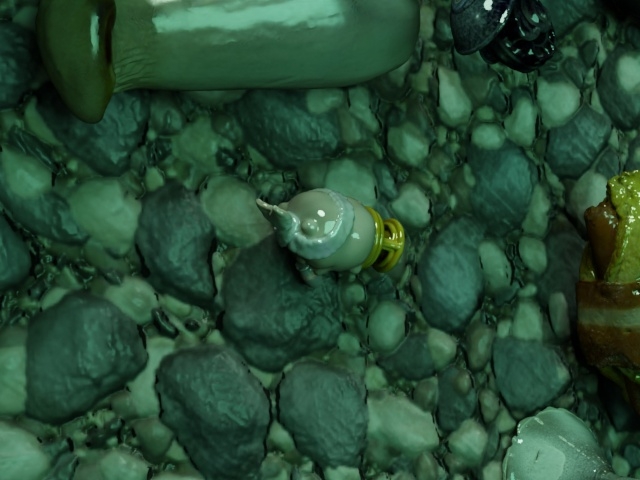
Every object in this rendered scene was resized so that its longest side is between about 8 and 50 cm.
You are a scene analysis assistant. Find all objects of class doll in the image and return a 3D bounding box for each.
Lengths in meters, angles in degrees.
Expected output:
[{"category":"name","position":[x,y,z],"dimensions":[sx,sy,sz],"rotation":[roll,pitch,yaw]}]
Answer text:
[{"category":"doll","position":[0.000,0.000,1.051],"dimensions":[0.127,0.073,0.084],"rotation":[14,112,-31]}]

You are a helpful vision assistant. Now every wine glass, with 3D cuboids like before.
[{"category":"wine glass","position":[0.254,0.204,1.117],"dimensions":[0.122,0.183,0.122],"rotation":[3,85,-31]}]

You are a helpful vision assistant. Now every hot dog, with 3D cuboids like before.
[{"category":"hot dog","position":[0.279,0.072,1.177],"dimensions":[0.093,0.123,0.261],"rotation":[-19,93,-18]}]

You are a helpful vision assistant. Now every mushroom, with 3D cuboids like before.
[{"category":"mushroom","position":[-0.067,-0.178,1.006],"dimensions":[0.329,0.122,0.159],"rotation":[-15,59,-31]}]

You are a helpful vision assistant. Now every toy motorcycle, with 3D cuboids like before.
[{"category":"toy motorcycle","position":[0.116,-0.293,1.050],"dimensions":[0.213,0.125,0.358],"rotation":[34,46,-25]}]

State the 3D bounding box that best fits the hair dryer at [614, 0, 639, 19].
[{"category":"hair dryer","position":[0.391,-0.315,1.273],"dimensions":[0.236,0.091,0.271],"rotation":[17,69,-8]}]
